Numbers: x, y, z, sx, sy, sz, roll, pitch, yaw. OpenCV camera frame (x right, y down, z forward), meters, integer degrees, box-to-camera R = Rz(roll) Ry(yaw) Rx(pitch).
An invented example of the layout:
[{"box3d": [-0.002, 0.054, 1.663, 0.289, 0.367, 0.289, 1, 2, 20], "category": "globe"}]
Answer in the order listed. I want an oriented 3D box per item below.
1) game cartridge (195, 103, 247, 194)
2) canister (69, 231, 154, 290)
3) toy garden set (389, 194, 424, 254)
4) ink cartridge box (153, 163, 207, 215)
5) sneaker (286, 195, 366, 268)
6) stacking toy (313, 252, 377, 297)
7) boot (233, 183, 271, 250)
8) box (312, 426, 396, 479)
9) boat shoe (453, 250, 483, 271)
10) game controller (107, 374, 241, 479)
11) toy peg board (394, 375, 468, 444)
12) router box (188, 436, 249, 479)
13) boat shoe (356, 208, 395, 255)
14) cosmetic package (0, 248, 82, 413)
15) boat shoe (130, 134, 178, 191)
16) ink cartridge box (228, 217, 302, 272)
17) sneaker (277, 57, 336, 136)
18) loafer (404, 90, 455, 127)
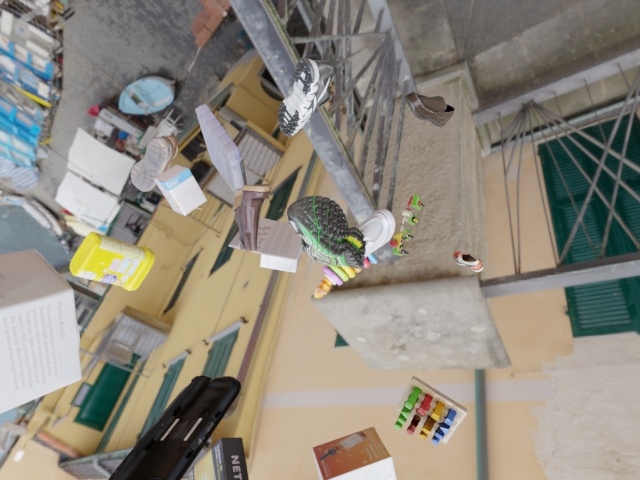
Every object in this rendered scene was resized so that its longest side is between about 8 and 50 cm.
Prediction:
[{"box3d": [-0.366, -0.325, 1.614, 0.230, 0.068, 0.355, 50, 164, 12], "category": "game cartridge"}, {"box3d": [-0.550, 0.056, 1.123, 0.073, 0.126, 0.170, 36, -177, 37], "category": "canister"}, {"box3d": [0.345, -0.056, 1.636, 0.049, 0.244, 0.204, 21, -178, 24], "category": "toy garden set"}, {"box3d": [-0.438, -0.153, 1.340, 0.092, 0.090, 0.143, 21, 143, 45], "category": "ink cartridge box"}, {"box3d": [0.000, 0.000, 1.067, 0.147, 0.134, 0.343, -5, 156, 23], "category": "sneaker"}, {"box3d": [0.076, 0.126, 1.782, 0.166, 0.302, 0.175, 45, 174, -7], "category": "stacking toy"}, {"box3d": [-0.209, -0.070, 1.342, 0.090, 0.206, 0.248, -7, -177, -28], "category": "boot"}, {"box3d": [0.081, 0.556, 1.037, 0.171, 0.130, 0.090, -14, 102, -11], "category": "box"}, {"box3d": [0.487, 0.061, 1.413, 0.049, 0.137, 0.043, -42, 116, -1], "category": "boat shoe"}, {"box3d": [-0.293, 0.401, 0.873, 0.167, 0.319, 0.067, -6, 115, 26], "category": "game controller"}, {"box3d": [0.285, 0.483, 1.148, 0.161, 0.079, 0.161, 29, 130, 21], "category": "toy peg board"}, {"box3d": [-0.303, 0.801, 1.275, 0.081, 0.308, 0.243, 19, 122, -36], "category": "router box"}, {"box3d": [0.129, 0.006, 1.253, 0.095, 0.084, 0.258, 49, 141, 16], "category": "boat shoe"}, {"box3d": [-0.941, 0.263, 1.171, 0.328, 0.394, 0.329, 25, 117, 34], "category": "cosmetic package"}, {"box3d": [-0.694, -0.325, 1.795, 0.123, 0.116, 0.324, 47, 127, -11], "category": "boat shoe"}, {"box3d": [-0.196, 0.006, 1.682, 0.261, 0.296, 0.066, 11, 117, 3], "category": "ink cartridge box"}, {"box3d": [-0.026, -0.328, 0.986, 0.078, 0.106, 0.234, 57, 149, 12], "category": "sneaker"}, {"box3d": [0.330, -0.407, 1.267, 0.220, 0.080, 0.078, 0, 149, -48], "category": "loafer"}]
